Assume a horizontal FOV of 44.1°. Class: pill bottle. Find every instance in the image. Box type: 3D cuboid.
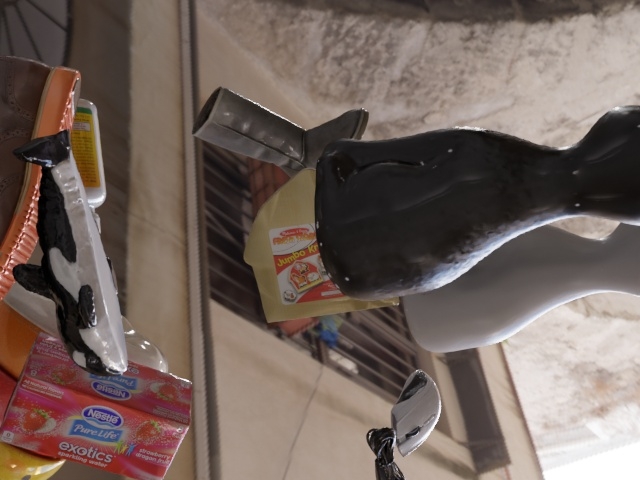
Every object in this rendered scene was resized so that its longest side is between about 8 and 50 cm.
[{"bbox_3d":[-0.400,-0.109,1.237,0.117,0.117,0.208,-9,-93,32],"label":"pill bottle"}]

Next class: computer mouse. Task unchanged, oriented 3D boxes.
[{"bbox_3d":[0.113,0.224,0.969,0.042,0.106,0.193,-1,-156,28],"label":"computer mouse"}]

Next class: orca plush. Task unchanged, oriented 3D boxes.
[{"bbox_3d":[-0.297,0.028,0.876,0.102,0.287,0.151,-11,-146,-4],"label":"orca plush"}]

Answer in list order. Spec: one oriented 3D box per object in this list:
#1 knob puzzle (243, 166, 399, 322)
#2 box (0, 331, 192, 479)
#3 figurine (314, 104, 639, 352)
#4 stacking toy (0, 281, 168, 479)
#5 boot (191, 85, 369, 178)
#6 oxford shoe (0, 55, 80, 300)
[{"bbox_3d":[0.000,0.000,0.976,0.213,0.213,0.030,-36,-161,14],"label":"knob puzzle"},{"bbox_3d":[-0.339,0.258,1.212,0.128,0.257,0.122,-62,-163,19],"label":"box"},{"bbox_3d":[0.135,-0.001,0.465,0.209,0.215,0.092,-10,-114,24],"label":"figurine"},{"bbox_3d":[-0.532,0.328,1.427,0.350,0.350,0.480,26,-97,42],"label":"stacking toy"},{"bbox_3d":[-0.059,-0.171,1.163,0.189,0.208,0.076,-44,-156,34],"label":"boot"},{"bbox_3d":[-0.436,-0.075,1.065,0.130,0.133,0.363,141,-37,-72],"label":"oxford shoe"}]
